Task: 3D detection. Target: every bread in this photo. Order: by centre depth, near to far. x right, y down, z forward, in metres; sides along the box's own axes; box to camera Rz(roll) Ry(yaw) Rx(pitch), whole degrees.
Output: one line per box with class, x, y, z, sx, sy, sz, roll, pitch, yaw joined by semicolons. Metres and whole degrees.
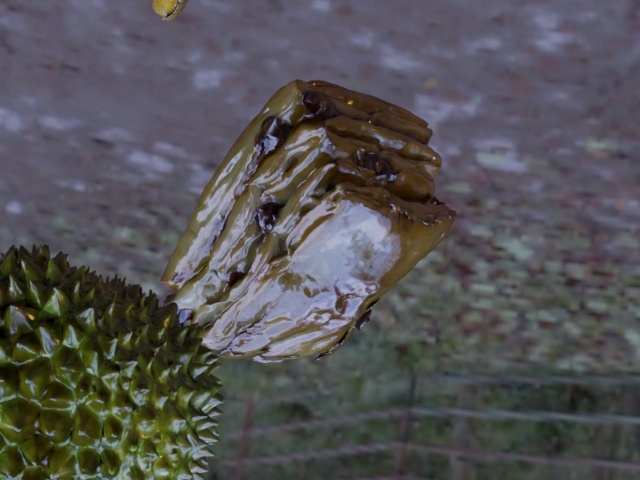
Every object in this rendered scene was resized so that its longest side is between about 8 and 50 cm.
bread;0.000;0.000;1.628;0.277;0.324;0.167;11;-153;-48

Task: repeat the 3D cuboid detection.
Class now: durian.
durian;-0.177;0.115;1.004;0.237;0.200;0.176;33;-166;-13

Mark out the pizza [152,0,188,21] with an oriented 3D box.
pizza;-0.203;-0.331;1.537;0.176;0.036;0.184;38;151;11
